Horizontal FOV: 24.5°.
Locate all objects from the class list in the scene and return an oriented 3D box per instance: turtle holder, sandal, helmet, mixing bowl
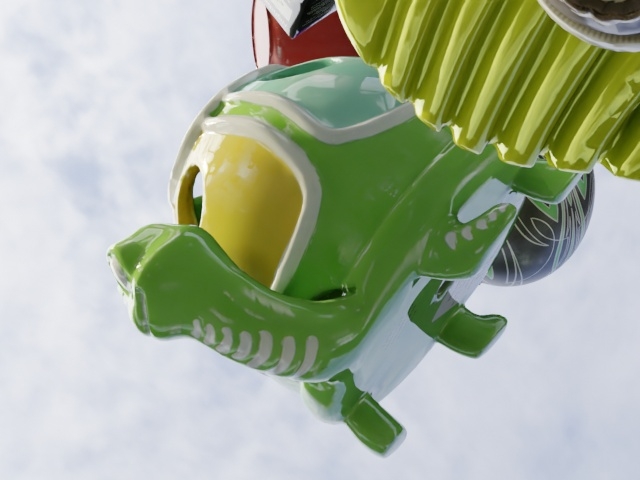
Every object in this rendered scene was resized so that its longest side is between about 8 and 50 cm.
[{"bbox_3d":[0.002,0.007,1.000,0.227,0.243,0.320,35,-120,16],"label":"turtle holder"},{"bbox_3d":[0.148,-0.101,0.703,0.317,0.126,0.138,22,-131,-17],"label":"sandal"},{"bbox_3d":[0.154,-0.045,1.255,0.169,0.169,0.161,-44,-110,-3],"label":"helmet"},{"bbox_3d":[-0.013,-0.206,1.460,0.098,0.181,0.181,-5,-107,-13],"label":"mixing bowl"}]

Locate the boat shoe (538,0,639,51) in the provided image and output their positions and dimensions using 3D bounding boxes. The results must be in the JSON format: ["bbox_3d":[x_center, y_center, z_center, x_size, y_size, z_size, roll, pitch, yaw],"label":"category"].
[{"bbox_3d":[0.152,-0.206,0.442,0.116,0.097,0.324,32,-74,8],"label":"boat shoe"}]

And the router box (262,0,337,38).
[{"bbox_3d":[-0.046,-0.221,0.878,0.046,0.133,0.179,-36,-94,-14],"label":"router box"}]
